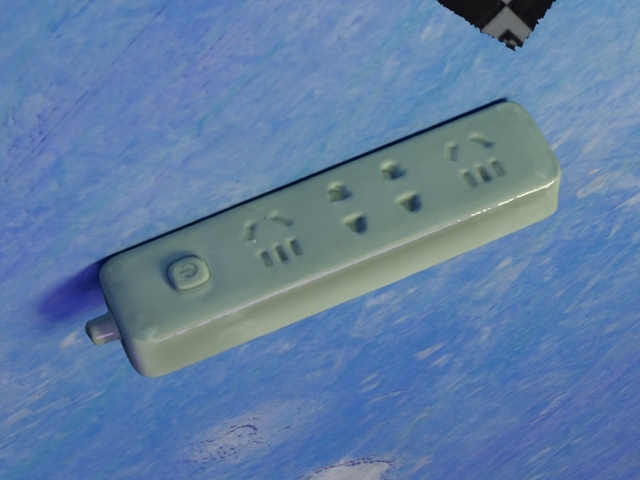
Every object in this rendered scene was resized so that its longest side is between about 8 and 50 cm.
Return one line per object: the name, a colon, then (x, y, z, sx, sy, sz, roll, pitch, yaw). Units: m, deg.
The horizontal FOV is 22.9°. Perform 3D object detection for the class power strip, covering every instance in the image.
power strip: (0.000, 0.000, 1.223, 0.385, 0.091, 0.062, -22, 151, -10)

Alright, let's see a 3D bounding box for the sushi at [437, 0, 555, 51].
sushi: (0.068, -0.226, 0.825, 0.193, 0.210, 0.040, -55, 179, 43)
